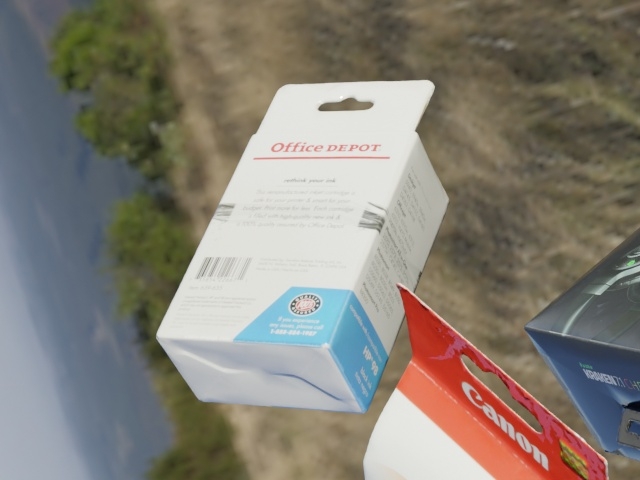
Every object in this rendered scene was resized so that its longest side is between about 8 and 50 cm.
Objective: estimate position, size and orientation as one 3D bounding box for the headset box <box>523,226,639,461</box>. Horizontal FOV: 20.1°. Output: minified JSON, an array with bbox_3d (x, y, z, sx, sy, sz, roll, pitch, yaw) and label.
[{"bbox_3d":[0.323,0.051,1.325,0.131,0.283,0.246,56,162,-16],"label":"headset box"}]

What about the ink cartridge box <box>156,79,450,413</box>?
[{"bbox_3d":[0.000,0.000,0.953,0.060,0.104,0.180,60,-137,-42],"label":"ink cartridge box"}]

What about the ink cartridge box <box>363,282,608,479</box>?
[{"bbox_3d":[0.075,0.125,0.850,0.145,0.045,0.179,42,157,37],"label":"ink cartridge box"}]
